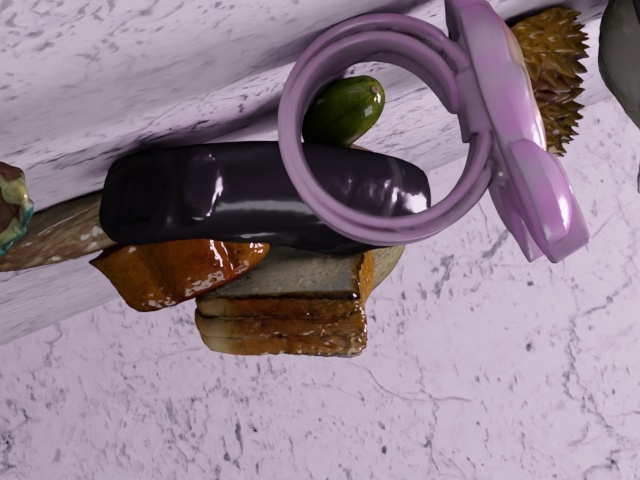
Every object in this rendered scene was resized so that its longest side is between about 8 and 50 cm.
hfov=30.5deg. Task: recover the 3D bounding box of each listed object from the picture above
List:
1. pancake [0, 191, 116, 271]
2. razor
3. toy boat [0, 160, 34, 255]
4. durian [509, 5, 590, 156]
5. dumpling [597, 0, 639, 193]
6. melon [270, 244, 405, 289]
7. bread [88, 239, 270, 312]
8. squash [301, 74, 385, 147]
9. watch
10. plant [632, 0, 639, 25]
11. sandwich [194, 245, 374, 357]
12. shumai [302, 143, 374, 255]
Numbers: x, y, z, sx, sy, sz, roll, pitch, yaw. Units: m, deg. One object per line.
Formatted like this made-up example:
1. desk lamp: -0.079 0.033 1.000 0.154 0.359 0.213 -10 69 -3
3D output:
1. pancake: -0.301 -0.013 1.429 0.223 0.042 0.236 -23 175 12
2. razor: -0.056 -0.047 1.252 0.349 0.113 0.204 3 174 -36
3. toy boat: -0.298 -0.008 0.885 0.293 0.108 0.099 -23 -155 32
4. durian: 0.253 -0.179 1.385 0.154 0.186 0.260 -16 -168 16
5. dumpling: 0.418 -0.214 1.375 0.270 0.211 0.321 -46 150 21
6. melon: 0.000 0.000 1.974 0.329 0.248 0.249 -24 179 -28
7. bread: -0.185 0.000 1.636 0.247 0.135 0.232 -23 -168 4
8. squash: 0.018 -0.132 1.291 0.069 0.069 0.258 -21 177 -11
9. watch: 0.082 -0.073 1.017 0.218 0.248 0.211 -19 178 1
10. plant: 0.342 -0.212 0.996 0.142 0.164 0.256 -20 154 24
11. sandwich: -0.050 0.081 1.707 0.249 0.095 0.273 -1 -164 5
12. shumai: 0.015 -0.066 1.773 0.206 0.166 0.175 1 -174 0
